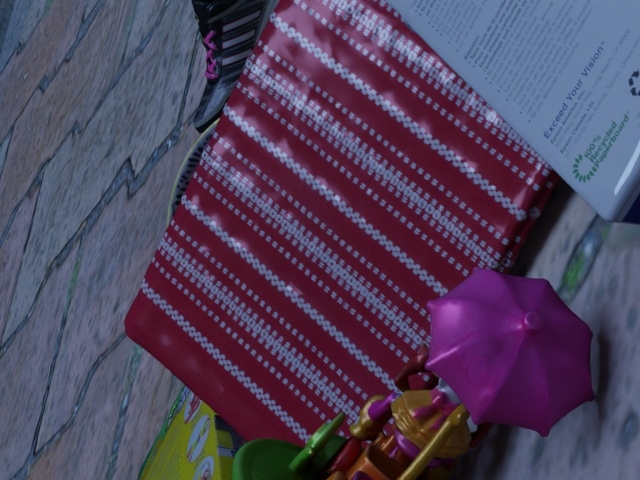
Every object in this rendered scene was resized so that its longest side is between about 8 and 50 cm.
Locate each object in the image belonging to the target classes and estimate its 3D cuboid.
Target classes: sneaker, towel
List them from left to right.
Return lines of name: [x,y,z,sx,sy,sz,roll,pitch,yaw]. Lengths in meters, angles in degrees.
sneaker: [-0.080,-0.170,1.497,0.170,0.075,0.063,-68,19,6]
towel: [0.010,-0.003,0.973,0.199,0.031,0.275,39,115,26]

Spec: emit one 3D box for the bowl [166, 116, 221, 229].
bowl: [0.000,0.000,1.047,0.170,0.080,0.170,5,99,33]

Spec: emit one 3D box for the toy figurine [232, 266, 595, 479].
toy figurine: [0.062,0.081,0.842,0.159,0.130,0.173,-49,-1,16]

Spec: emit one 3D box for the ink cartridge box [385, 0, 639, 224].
ink cartridge box: [0.130,-0.158,0.810,0.224,0.045,0.223,50,122,37]

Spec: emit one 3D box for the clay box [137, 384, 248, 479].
clay box: [-0.072,0.176,1.150,0.127,0.053,0.222,-61,19,25]
